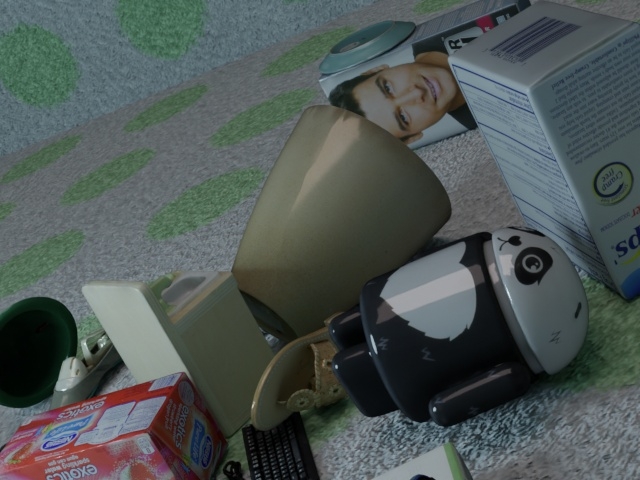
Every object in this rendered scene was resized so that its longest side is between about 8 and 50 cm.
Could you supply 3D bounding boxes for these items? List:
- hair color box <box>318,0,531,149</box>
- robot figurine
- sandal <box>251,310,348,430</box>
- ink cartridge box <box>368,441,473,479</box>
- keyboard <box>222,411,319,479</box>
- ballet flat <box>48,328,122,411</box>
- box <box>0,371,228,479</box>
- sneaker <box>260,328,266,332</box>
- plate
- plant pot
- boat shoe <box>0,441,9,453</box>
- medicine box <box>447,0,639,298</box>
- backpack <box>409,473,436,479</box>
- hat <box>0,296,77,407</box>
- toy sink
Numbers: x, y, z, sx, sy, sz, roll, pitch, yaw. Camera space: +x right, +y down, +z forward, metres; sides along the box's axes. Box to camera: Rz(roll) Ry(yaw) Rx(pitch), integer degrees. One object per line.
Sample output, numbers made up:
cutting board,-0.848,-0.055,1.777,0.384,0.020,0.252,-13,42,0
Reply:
hair color box,0.208,-0.282,2.132,0.374,0.185,0.113,-18,23,25
robot figurine,0.149,0.091,1.324,0.278,0.209,0.173,-22,-15,15
sandal,0.012,0.156,1.482,0.079,0.088,0.240,9,27,29
ink cartridge box,0.042,0.295,1.147,0.235,0.056,0.171,-27,20,6
keyboard,-0.064,0.255,1.421,0.108,0.023,0.180,-27,20,1
ballet flat,-0.360,0.192,1.875,0.072,0.068,0.213,-11,27,39
box,-0.260,0.269,1.487,0.257,0.122,0.128,-18,22,24
sneaker,-0.098,0.115,1.759,0.058,0.052,0.135,2,36,46
plate,0.077,-0.348,2.149,0.188,0.024,0.188,-23,20,9
plant pot,0.000,0.000,1.691,0.274,0.256,0.256,-53,28,-17
boat shoe,-0.439,0.366,1.503,0.113,0.105,0.306,-13,25,34
medicine box,0.310,-0.115,1.453,0.149,0.289,0.263,-31,21,-4
backpack,0.068,0.283,0.979,0.117,0.158,0.173,-22,30,25
hat,-0.503,0.160,1.940,0.173,0.208,0.183,-6,21,-42
toy sink,-0.172,0.118,1.581,0.153,0.234,0.131,-3,32,50
